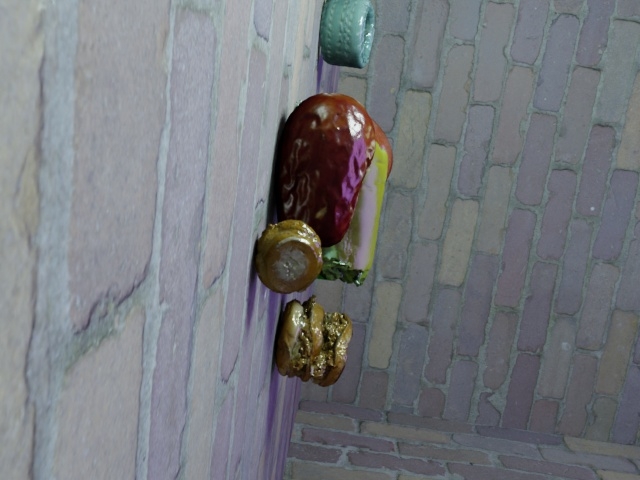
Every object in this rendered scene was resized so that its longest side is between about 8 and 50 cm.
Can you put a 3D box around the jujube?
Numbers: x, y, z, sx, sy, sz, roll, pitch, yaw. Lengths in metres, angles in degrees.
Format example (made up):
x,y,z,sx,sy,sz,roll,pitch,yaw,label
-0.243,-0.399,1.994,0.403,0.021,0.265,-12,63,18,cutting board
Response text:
x,y,z,sx,sy,sz,roll,pitch,yaw,label
0.005,-0.149,1.332,0.223,0.222,0.318,-50,151,-86,jujube

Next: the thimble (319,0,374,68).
x,y,z,sx,sy,sz,roll,pitch,yaw,label
0.087,-0.664,1.982,0.198,0.143,0.235,-67,164,-45,thimble

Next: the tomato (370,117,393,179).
x,y,z,sx,sy,sz,roll,pitch,yaw,label
0.080,-0.219,1.765,0.265,0.264,0.265,8,90,-88,tomato

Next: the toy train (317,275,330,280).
x,y,z,sx,sy,sz,roll,pitch,yaw,label
0.000,0.000,1.798,0.132,0.187,0.243,93,6,-55,toy train

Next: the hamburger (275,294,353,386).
x,y,z,sx,sy,sz,roll,pitch,yaw,label
-0.024,0.295,1.879,0.245,0.211,0.261,-177,-79,-85,hamburger

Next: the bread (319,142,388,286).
x,y,z,sx,sy,sz,roll,pitch,yaw,label
0.022,-0.089,1.542,0.208,0.251,0.377,9,91,-71,bread

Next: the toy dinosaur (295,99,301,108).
x,y,z,sx,sy,sz,roll,pitch,yaw,label
-0.056,-0.300,1.517,0.062,0.021,0.083,-176,-87,-80,toy dinosaur

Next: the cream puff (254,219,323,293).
x,y,z,sx,sy,sz,roll,pitch,yaw,label
-0.061,0.026,1.186,0.103,0.126,0.144,-109,-149,-58,cream puff
